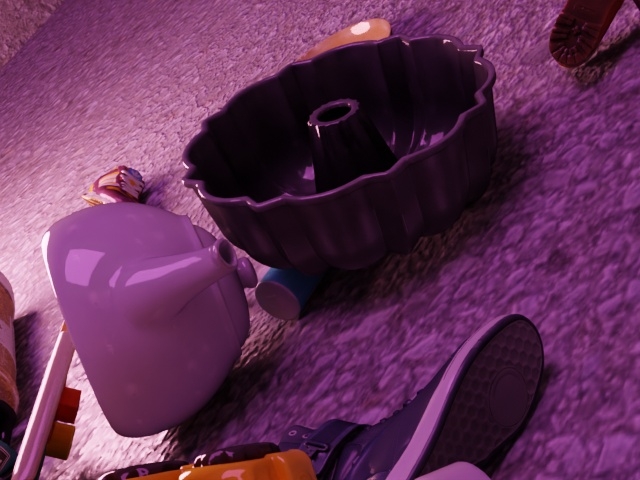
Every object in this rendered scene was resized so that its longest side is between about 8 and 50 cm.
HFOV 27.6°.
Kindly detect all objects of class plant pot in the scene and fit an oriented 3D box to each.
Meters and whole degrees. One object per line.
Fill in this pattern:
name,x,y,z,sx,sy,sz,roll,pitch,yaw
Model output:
plant pot,0.006,-0.218,1.790,0.236,0.032,0.236,-32,25,17

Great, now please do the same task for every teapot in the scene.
teapot,-0.153,0.064,1.298,0.187,0.252,0.256,-22,37,-8

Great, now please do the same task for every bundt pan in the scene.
bundt pan,0.032,-0.079,1.323,0.331,0.124,0.331,-16,29,9

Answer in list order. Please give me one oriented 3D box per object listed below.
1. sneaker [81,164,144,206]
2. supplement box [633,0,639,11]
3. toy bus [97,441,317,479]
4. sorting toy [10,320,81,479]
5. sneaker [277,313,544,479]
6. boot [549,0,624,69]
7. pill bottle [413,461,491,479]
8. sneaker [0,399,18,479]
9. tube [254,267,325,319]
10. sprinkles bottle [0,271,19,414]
sneaker,-0.292,-0.073,1.913,0.084,0.069,0.185,-50,26,-11
supplement box,0.361,-0.246,1.295,0.083,0.055,0.043,-36,23,3
toy bus,-0.132,0.226,0.918,0.220,0.211,0.149,-19,72,35
sorting toy,-0.275,0.212,1.303,0.196,0.047,0.347,117,167,-49
sneaker,0.059,0.141,0.995,0.163,0.086,0.226,2,47,53
boot,0.285,-0.248,1.348,0.158,0.059,0.084,-60,-13,3
pill bottle,0.009,0.225,0.793,0.229,0.131,0.131,-20,18,-19
sneaker,-0.396,0.265,1.405,0.121,0.108,0.302,-39,22,10
tube,0.000,0.000,1.393,0.080,0.052,0.207,-6,34,36
sprinkles bottle,-0.459,0.140,1.708,0.121,0.121,0.355,-38,24,1
